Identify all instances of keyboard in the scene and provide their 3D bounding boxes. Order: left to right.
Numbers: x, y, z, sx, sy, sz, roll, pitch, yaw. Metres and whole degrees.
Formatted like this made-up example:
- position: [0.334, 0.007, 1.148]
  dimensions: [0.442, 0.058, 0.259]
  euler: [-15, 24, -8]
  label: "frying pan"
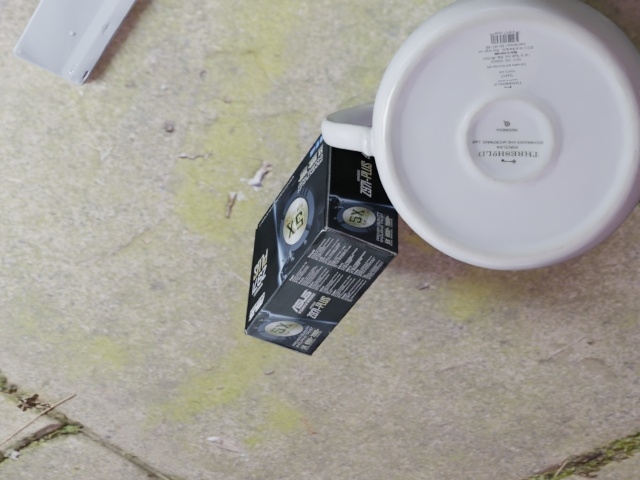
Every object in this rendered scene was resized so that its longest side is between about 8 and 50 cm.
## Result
- position: [-0.188, -0.231, 1.045]
  dimensions: [0.072, 0.014, 0.256]
  euler: [28, 132, -18]
  label: "keyboard"

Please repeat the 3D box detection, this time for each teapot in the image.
- position: [0.166, -0.103, 1.043]
  dimensions: [0.256, 0.187, 0.252]
  euler: [41, 110, -1]
  label: "teapot"

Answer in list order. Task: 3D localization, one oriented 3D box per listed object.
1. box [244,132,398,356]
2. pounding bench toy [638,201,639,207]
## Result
- position: [0.000, 0.000, 1.179]
  dimensions: [0.077, 0.147, 0.180]
  euler: [21, 135, -18]
  label: "box"
- position: [0.323, -0.050, 1.173]
  dimensions: [0.065, 0.052, 0.083]
  euler: [18, 135, -14]
  label: "pounding bench toy"
